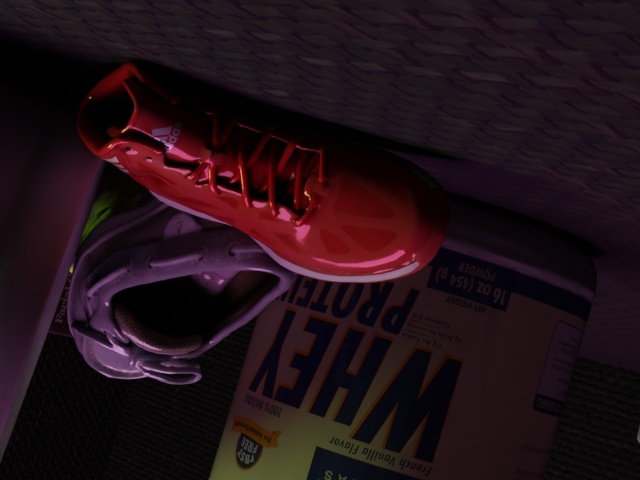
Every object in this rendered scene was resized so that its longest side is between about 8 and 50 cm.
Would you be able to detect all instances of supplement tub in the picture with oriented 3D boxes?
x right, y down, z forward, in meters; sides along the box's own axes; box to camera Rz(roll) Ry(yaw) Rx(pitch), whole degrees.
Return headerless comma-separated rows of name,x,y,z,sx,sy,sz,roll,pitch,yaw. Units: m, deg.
supplement tub,0.050,0.135,0.982,0.235,0.325,0.235,16,176,1

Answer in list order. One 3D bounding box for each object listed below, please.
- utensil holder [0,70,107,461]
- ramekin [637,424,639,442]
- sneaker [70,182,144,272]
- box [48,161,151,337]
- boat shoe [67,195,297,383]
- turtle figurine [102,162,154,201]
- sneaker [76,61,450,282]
utensil holder,-0.365,-0.001,0.889,0.385,0.328,0.327,20,176,-9
ramekin,0.416,0.152,1.139,0.272,0.127,0.273,16,177,1
sneaker,-0.164,0.021,1.185,0.126,0.091,0.240,46,-176,-16
box,-0.319,-0.029,1.250,0.143,0.191,0.381,14,176,30
boat shoe,-0.101,0.036,0.957,0.118,0.103,0.320,23,145,-25
turtle figurine,-0.075,-0.008,1.123,0.269,0.087,0.217,50,-175,25
sneaker,-0.046,-0.036,0.751,0.221,0.087,0.128,13,176,30
